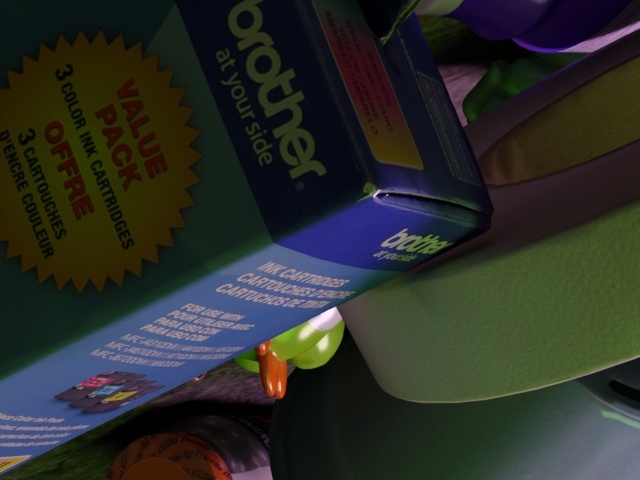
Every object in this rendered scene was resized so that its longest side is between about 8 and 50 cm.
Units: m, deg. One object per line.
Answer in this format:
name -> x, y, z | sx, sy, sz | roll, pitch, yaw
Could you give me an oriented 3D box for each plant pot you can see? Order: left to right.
plant pot -> 0.178, 0.139, 1.762 | 0.341, 0.341, 0.334 | -5, 148, -37

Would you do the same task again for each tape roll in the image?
tape roll -> 0.183, -0.048, 1.017 | 0.392, 0.072, 0.392 | -28, -170, 6

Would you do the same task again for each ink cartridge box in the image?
ink cartridge box -> -0.104, -0.075, 0.908 | 0.395, 0.270, 0.151 | -27, 165, 19

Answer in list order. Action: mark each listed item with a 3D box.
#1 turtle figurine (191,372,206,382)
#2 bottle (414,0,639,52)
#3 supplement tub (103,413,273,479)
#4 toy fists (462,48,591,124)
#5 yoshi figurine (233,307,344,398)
turtle figurine -> -0.120, 0.069, 1.577 | 0.217, 0.087, 0.269 | -29, 159, 24
bottle -> 0.159, -0.166, 1.201 | 0.282, 0.092, 0.118 | -4, 157, -39
supplement tub -> -0.071, 0.275, 2.038 | 0.193, 0.194, 0.316 | -30, 160, 26
toy fists -> 0.124, -0.047, 1.378 | 0.279, 0.096, 0.142 | -51, 170, 8
yoshi figurine -> -0.048, -0.053, 1.265 | 0.203, 0.203, 0.362 | -51, 157, -22
